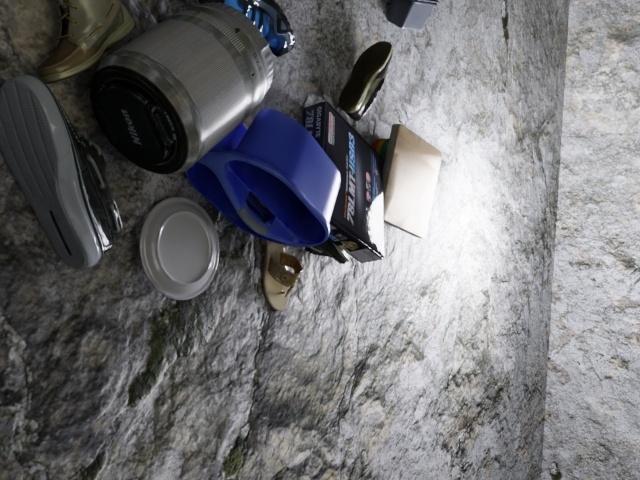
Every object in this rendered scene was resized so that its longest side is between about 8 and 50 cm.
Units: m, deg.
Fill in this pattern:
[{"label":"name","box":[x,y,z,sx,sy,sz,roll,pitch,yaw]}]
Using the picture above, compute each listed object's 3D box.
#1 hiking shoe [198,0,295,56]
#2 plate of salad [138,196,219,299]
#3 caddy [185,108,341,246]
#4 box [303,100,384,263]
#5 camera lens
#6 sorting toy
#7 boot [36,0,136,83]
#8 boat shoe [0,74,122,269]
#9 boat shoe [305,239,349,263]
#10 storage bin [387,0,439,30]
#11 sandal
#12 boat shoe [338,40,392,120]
[{"label":"hiking shoe","box":[-0.155,-0.455,1.453,0.132,0.113,0.304,-36,151,4]},{"label":"plate of salad","box":[-0.274,0.015,1.409,0.200,0.048,0.199,8,79,-52]},{"label":"caddy","box":[-0.111,-0.104,1.448,0.341,0.241,0.179,47,53,-46]},{"label":"box","box":[0.056,-0.132,1.740,0.293,0.073,0.295,38,47,-51]},{"label":"camera lens","box":[-0.236,-0.262,1.255,0.274,0.220,0.219,-50,134,-39]},{"label":"sorting toy","box":[0.216,-0.159,2.004,0.257,0.090,0.255,20,80,-53]},{"label":"boot","box":[-0.397,-0.358,1.144,0.213,0.077,0.165,-57,138,-37]},{"label":"boat shoe","box":[-0.407,-0.115,1.165,0.119,0.121,0.335,-52,146,-45]},{"label":"boat shoe","box":[0.000,0.000,1.768,0.233,0.079,0.084,40,24,-54]},{"label":"storage bin","box":[0.235,-0.617,1.951,0.135,0.098,0.091,-15,136,-52]},{"label":"sandal","box":[-0.080,0.058,1.652,0.088,0.079,0.239,-28,119,-48]},{"label":"boat shoe","box":[0.120,-0.400,1.843,0.223,0.080,0.073,-61,145,-18]}]
